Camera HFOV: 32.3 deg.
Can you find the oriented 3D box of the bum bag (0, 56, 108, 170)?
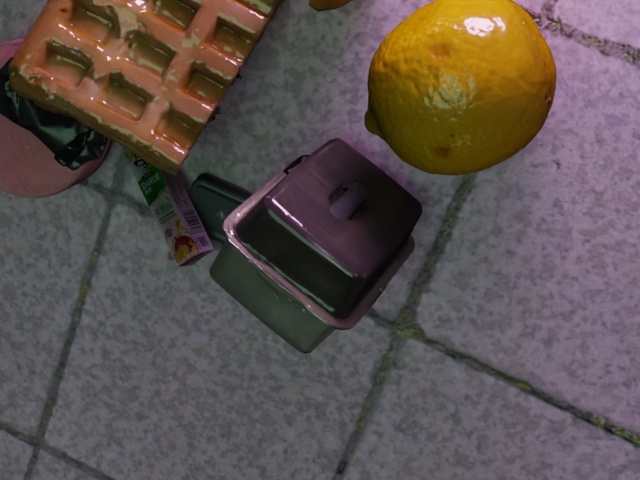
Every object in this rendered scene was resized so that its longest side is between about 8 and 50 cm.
[{"bbox_3d":[-0.398,-0.180,1.602,0.198,0.049,0.087,38,109,4],"label":"bum bag"}]

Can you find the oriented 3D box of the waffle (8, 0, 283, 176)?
[{"bbox_3d":[-0.241,-0.298,1.540,0.304,0.077,0.348,30,92,2],"label":"waffle"}]

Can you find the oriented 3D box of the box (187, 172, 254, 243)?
[{"bbox_3d":[-0.147,-0.041,1.683,0.126,0.031,0.091,26,113,9],"label":"box"}]

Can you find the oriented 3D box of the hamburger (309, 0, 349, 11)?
[{"bbox_3d":[0.028,-0.377,1.452,0.162,0.162,0.115,-37,95,24],"label":"hamburger"}]

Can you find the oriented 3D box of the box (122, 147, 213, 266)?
[{"bbox_3d":[-0.230,-0.063,1.672,0.050,0.041,0.207,-30,83,33],"label":"box"}]

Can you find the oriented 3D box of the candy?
[{"bbox_3d":[-0.431,-0.189,1.689,0.255,0.094,0.255,5,108,16],"label":"candy"}]

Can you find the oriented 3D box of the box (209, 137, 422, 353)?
[{"bbox_3d":[0.000,0.000,1.514,0.221,0.290,0.166,39,126,3],"label":"box"}]

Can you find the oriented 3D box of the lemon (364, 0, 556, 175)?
[{"bbox_3d":[0.176,-0.196,1.424,0.254,0.228,0.228,-35,95,8],"label":"lemon"}]
